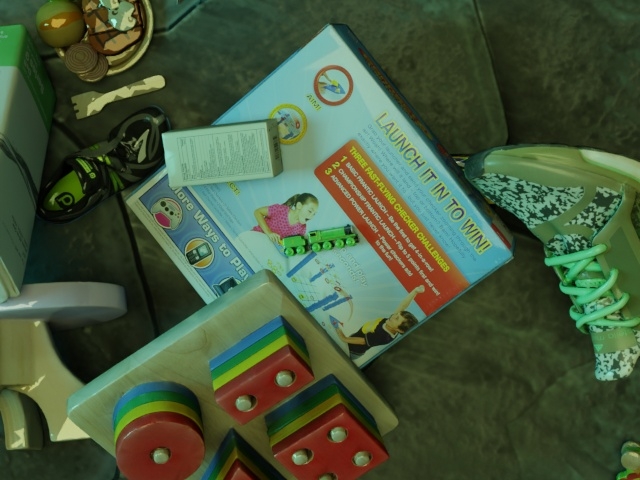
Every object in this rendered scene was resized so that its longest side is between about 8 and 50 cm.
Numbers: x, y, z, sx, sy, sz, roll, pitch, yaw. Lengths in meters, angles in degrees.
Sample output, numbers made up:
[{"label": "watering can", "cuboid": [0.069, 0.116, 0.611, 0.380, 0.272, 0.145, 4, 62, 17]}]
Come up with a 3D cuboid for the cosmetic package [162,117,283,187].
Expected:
[{"label": "cosmetic package", "cuboid": [-0.101, -0.090, 1.113, 0.115, 0.041, 0.060, -3, 102, 14]}]

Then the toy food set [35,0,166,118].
[{"label": "toy food set", "cuboid": [-0.257, -0.248, 1.226, 0.132, 0.038, 0.192, -18, 92, 3]}]

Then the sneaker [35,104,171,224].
[{"label": "sneaker", "cuboid": [-0.245, -0.080, 1.216, 0.188, 0.078, 0.067, -37, 91, 3]}]

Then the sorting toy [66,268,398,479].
[{"label": "sorting toy", "cuboid": [-0.080, 0.199, 1.107, 0.255, 0.089, 0.257, -33, 125, 10]}]

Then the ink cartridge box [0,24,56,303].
[{"label": "ink cartridge box", "cuboid": [-0.410, -0.080, 1.127, 0.211, 0.121, 0.289, -4, 52, 2]}]

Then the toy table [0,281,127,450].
[{"label": "toy table", "cuboid": [-0.345, 0.143, 1.164, 0.274, 0.252, 0.161, -9, 77, 11]}]

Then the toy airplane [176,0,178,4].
[{"label": "toy airplane", "cuboid": [-0.148, -0.344, 1.221, 0.151, 0.028, 0.151, 0, 93, 1]}]

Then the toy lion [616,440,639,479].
[{"label": "toy lion", "cuboid": [0.381, 0.277, 1.223, 0.100, 0.034, 0.096, -5, 104, 16]}]

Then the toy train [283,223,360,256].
[{"label": "toy train", "cuboid": [0.000, 0.000, 1.121, 0.083, 0.017, 0.024, -10, 88, 15]}]

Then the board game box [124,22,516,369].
[{"label": "board game box", "cuboid": [0.000, -0.022, 1.171, 0.302, 0.086, 0.308, -38, 91, 17]}]

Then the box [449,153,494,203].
[{"label": "box", "cuboid": [0.214, -0.069, 1.203, 0.169, 0.059, 0.054, 1, 98, 3]}]

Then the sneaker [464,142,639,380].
[{"label": "sneaker", "cuboid": [0.308, 0.046, 1.093, 0.410, 0.158, 0.182, 31, 70, -16]}]
